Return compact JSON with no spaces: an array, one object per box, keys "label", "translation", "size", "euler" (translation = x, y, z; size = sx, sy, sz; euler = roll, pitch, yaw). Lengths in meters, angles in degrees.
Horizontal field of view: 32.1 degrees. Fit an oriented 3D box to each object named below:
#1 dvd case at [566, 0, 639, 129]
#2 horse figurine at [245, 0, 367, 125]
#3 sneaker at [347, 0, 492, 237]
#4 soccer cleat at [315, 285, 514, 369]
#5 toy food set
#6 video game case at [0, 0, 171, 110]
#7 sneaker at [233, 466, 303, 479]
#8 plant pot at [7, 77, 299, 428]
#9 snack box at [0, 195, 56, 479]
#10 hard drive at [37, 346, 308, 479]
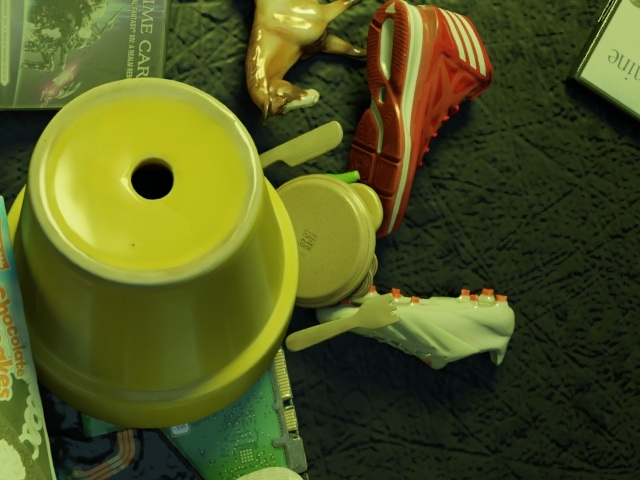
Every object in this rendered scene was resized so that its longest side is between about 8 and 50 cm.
[{"label":"dvd case","translation":[0.384,-0.224,1.141],"size":[0.180,0.022,0.253],"euler":[31,83,-10]},{"label":"horse figurine","translation":[-0.016,-0.253,1.035],"size":[0.174,0.066,0.263],"euler":[-17,95,-18]},{"label":"sneaker","translation":[0.105,-0.110,1.049],"size":[0.128,0.087,0.221],"euler":[-3,111,-31]},{"label":"soccer cleat","translation":[0.091,0.085,1.054],"size":[0.196,0.068,0.076],"euler":[2,99,-12]},{"label":"toy food set","translation":[0.000,0.000,1.026],"size":[0.132,0.038,0.192],"euler":[-20,79,22]},{"label":"video game case","translation":[-0.260,-0.201,0.929],"size":[0.274,0.026,0.196],"euler":[-4,122,-24]},{"label":"sneaker","translation":[-0.018,0.338,0.825],"size":[0.137,0.366,0.210],"euler":[-24,107,5]},{"label":"plant pot","translation":[-0.134,-0.001,0.881],"size":[0.254,0.239,0.254],"euler":[3,68,-7]},{"label":"snack box","translation":[-0.291,0.137,0.850],"size":[0.060,0.187,0.322],"euler":[-11,91,-53]},{"label":"hard drive","translation":[-0.183,0.213,0.993],"size":[0.339,0.064,0.237],"euler":[-12,92,-11]}]
